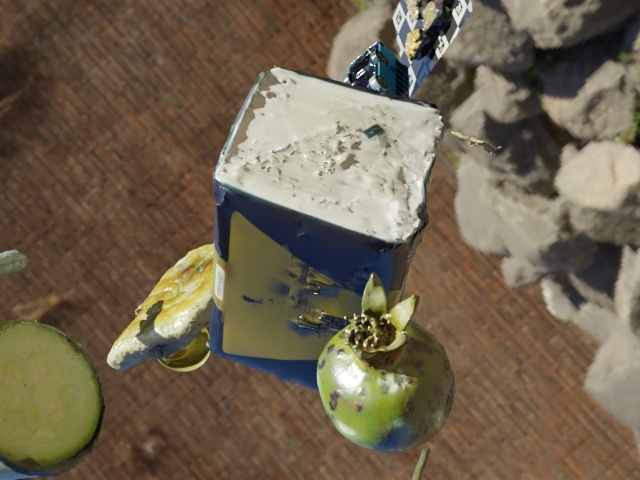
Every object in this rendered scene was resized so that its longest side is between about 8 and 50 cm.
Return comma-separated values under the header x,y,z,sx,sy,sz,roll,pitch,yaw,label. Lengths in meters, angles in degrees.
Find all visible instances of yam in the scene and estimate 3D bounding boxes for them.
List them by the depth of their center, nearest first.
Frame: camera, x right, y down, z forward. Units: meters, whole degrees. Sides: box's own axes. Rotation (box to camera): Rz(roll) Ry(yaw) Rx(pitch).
x,y,z,sx,sy,sz,roll,pitch,yaw,label
0.162,0.490,2.019,0.029,0.234,0.027,34,151,-18,yam

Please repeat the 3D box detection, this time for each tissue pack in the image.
x,y,z,sx,sy,sz,roll,pitch,yaw,label
0.000,0.000,1.460,0.264,0.253,0.416,17,143,4,tissue pack

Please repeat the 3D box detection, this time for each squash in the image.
x,y,z,sx,sy,sz,roll,pitch,yaw,label
-0.412,0.223,1.497,0.220,0.220,0.133,49,141,-16,squash

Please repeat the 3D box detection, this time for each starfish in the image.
x,y,z,sx,sy,sz,roll,pitch,yaw,label
0.260,-0.166,1.824,0.086,0.016,0.092,22,-178,2,starfish

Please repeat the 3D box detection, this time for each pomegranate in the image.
x,y,z,sx,sy,sz,roll,pitch,yaw,label
0.078,0.131,1.150,0.156,0.156,0.220,49,143,30,pomegranate

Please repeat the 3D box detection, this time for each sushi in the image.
x,y,z,sx,sy,sz,roll,pitch,yaw,label
0.177,-0.402,1.931,0.279,0.043,0.192,131,134,-60,sushi

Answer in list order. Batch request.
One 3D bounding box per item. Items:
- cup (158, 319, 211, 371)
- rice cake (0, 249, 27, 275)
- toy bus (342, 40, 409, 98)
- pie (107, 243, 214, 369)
x,y,z,sx,sy,sz,roll,pitch,yaw,label
-0.285,0.174,2.334,0.155,0.131,0.176,-70,-23,-75,cup
-0.542,0.048,1.723,0.033,0.033,0.208,30,-160,17,rice cake
0.102,-0.260,1.913,0.106,0.090,0.184,37,-147,-23,toy bus
-0.235,0.101,1.897,0.075,0.337,0.337,52,179,-16,pie
